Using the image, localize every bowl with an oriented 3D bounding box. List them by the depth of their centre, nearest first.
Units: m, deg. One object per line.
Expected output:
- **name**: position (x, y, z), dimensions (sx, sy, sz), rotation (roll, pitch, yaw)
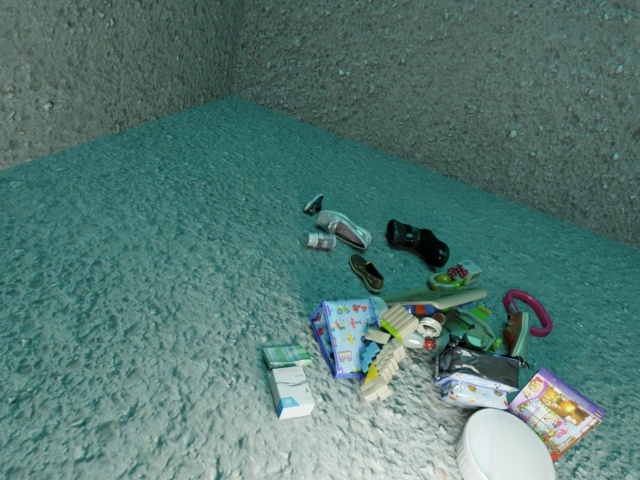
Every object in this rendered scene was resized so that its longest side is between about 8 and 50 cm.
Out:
- **bowl**: position (0.224, 0.287, 1.701), dimensions (0.170, 0.080, 0.170), rotation (12, 34, -8)

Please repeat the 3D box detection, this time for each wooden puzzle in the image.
- **wooden puzzle**: position (0.478, 0.262, 1.749), dimensions (0.322, 0.080, 0.348), rotation (-7, 0, -33)

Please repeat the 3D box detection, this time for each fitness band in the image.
- **fitness band**: position (1.029, 0.355, 2.023), dimensions (0.209, 0.054, 0.291), rotation (18, 33, -6)

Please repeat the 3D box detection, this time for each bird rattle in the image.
- **bird rattle**: position (0.639, 0.194, 2.009), dimensions (0.207, 0.143, 0.253), rotation (2, 29, 6)

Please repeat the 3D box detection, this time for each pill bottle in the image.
- **pill bottle**: position (0.000, 0.000, 2.022), dimensions (0.137, 0.078, 0.078), rotation (5, 35, -18)

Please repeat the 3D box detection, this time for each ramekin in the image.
- **ramekin**: position (0.540, 0.664, 1.227), dimensions (0.273, 0.127, 0.273), rotation (10, 40, -9)

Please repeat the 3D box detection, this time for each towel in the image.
- **towel**: position (-0.117, 0.394, 1.399), dimensions (0.152, 0.023, 0.113), rotation (1, 19, -25)

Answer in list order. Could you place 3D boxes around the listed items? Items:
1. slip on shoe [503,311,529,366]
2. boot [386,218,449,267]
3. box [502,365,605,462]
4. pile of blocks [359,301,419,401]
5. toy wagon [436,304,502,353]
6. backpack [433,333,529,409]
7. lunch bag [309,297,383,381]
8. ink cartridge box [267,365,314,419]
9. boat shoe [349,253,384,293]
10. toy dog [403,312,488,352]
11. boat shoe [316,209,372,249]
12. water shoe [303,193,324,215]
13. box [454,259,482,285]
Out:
- **slip on shoe**: position (0.857, 0.430, 1.788), dimensions (0.101, 0.123, 0.331), rotation (-3, 27, 31)
- **boot**: position (0.513, 0.015, 2.195), dimensions (0.260, 0.131, 0.348), rotation (14, 21, -19)
- **box**: position (0.725, 0.574, 1.316), dimensions (0.057, 0.293, 0.201), rotation (-22, 49, -42)
- **pile of blocks**: position (0.229, 0.399, 1.433), dimensions (0.149, 0.112, 0.362), rotation (13, 56, 34)
- **toy wagon**: position (0.651, 0.385, 1.775), dimensions (0.267, 0.068, 0.344), rotation (36, 36, 26)
- **backpack**: position (0.520, 0.471, 1.404), dimensions (0.277, 0.263, 0.213), rotation (18, 70, 3)
- **lunch bag**: position (0.119, 0.371, 1.496), dimensions (0.221, 0.138, 0.293), rotation (1, 49, -28)
- **ink cartridge box**: position (-0.099, 0.465, 1.294), dimensions (0.104, 0.060, 0.180), rotation (1, 36, -24)
- **boat shoe**: position (0.226, 0.133, 1.917), dimensions (0.095, 0.095, 0.257), rotation (-4, 38, -30)
- **toy dog**: position (0.488, 0.366, 1.582), dimensions (0.334, 0.220, 0.161), rotation (25, 41, -3)
- **boat shoe**: position (0.116, -0.055, 2.132), dimensions (0.320, 0.118, 0.103), rotation (32, 30, 8)
- **water shoe**: position (-0.025, -0.202, 2.341), dimensions (0.080, 0.073, 0.203), rotation (45, 40, 1)
- **box**: position (0.769, 0.169, 2.136), dimensions (0.101, 0.087, 0.102), rotation (-11, 43, -37)
